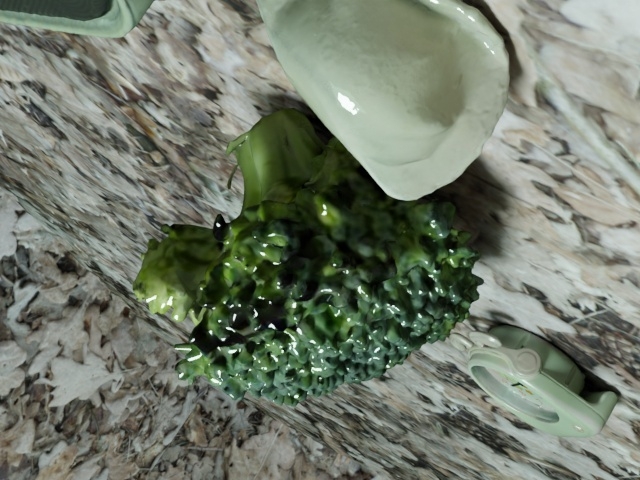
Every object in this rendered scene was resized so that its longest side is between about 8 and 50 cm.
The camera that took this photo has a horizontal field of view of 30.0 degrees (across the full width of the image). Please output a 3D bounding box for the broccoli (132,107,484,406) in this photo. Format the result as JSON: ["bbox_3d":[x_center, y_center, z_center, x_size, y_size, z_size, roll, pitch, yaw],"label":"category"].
[{"bbox_3d":[0.010,-0.004,1.166,0.293,0.347,0.281,-45,65,36],"label":"broccoli"}]

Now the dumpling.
[{"bbox_3d":[0.050,-0.138,0.882,0.151,0.124,0.229,-29,113,30],"label":"dumpling"}]

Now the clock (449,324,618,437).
[{"bbox_3d":[0.245,0.160,1.419,0.191,0.062,0.151,37,164,-9],"label":"clock"}]

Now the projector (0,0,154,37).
[{"bbox_3d":[-0.154,-0.282,0.617,0.248,0.249,0.248,17,157,45],"label":"projector"}]
